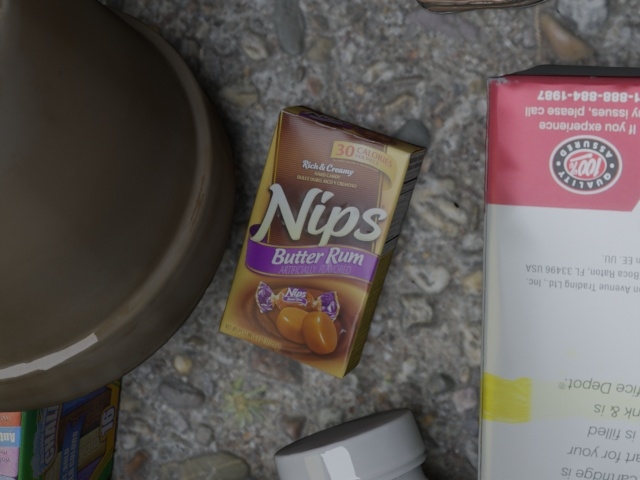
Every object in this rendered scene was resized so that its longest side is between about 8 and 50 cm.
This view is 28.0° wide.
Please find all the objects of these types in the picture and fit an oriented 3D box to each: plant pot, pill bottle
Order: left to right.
[{"bbox_3d":[-0.243,-0.077,0.871,0.323,0.280,0.323,-4,65,9],"label":"plant pot"},{"bbox_3d":[0.058,0.272,0.965,0.152,0.152,0.271,-19,89,20],"label":"pill bottle"}]

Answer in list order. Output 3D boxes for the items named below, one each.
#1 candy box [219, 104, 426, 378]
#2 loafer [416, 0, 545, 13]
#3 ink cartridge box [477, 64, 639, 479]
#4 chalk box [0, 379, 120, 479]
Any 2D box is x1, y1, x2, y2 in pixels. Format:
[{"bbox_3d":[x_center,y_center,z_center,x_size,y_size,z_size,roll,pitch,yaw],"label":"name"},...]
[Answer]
[{"bbox_3d":[0.000,0.000,0.994,0.109,0.053,0.186,20,104,14],"label":"candy box"},{"bbox_3d":[0.127,-0.187,0.925,0.125,0.039,0.045,-10,96,19],"label":"loafer"},{"bbox_3d":[0.256,0.079,0.868,0.279,0.160,0.384,4,101,17],"label":"ink cartridge box"},{"bbox_3d":[-0.265,0.155,1.019,0.132,0.213,0.132,10,101,15],"label":"chalk box"}]
